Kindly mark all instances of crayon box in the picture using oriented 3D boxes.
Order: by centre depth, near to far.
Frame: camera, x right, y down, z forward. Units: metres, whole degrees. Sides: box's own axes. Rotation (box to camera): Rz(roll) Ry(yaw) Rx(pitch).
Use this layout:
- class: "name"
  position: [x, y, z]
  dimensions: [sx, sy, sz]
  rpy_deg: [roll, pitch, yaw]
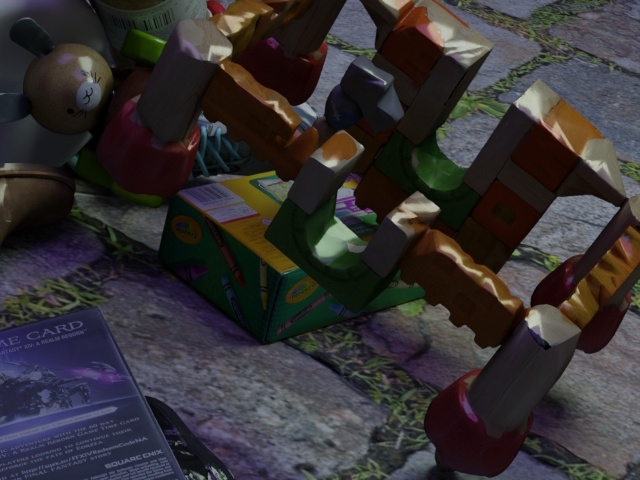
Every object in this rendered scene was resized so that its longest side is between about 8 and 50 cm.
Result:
- class: "crayon box"
  position: [0.000, 0.000, 1.776]
  dimensions: [0.278, 0.081, 0.165]
  rpy_deg: [-14, 38, -43]

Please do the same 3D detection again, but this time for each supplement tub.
- class: "supplement tub"
  position: [-0.387, -0.216, 1.831]
  dimensions: [0.235, 0.235, 0.325]
  rpy_deg: [-10, 36, -38]

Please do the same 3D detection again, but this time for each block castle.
- class: "block castle"
  position: [0.059, -0.030, 1.584]
  dimensions: [0.453, 0.213, 0.303]
  rpy_deg: [40, 42, 9]

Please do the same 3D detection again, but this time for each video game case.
- class: "video game case"
  position: [-0.228, 0.154, 1.385]
  dimensions: [0.196, 0.026, 0.274]
  rpy_deg: [-14, 34, -16]

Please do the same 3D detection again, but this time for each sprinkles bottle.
- class: "sprinkles bottle"
  position: [-0.177, -0.254, 1.832]
  dimensions: [0.121, 0.121, 0.355]
  rpy_deg: [18, -14, 7]

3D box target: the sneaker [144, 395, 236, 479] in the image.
- class: "sneaker"
  position: [-0.130, 0.182, 1.404]
  dimensions: [0.170, 0.051, 0.089]
  rpy_deg: [36, 31, 32]

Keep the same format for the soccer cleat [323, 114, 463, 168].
- class: "soccer cleat"
  position: [0.066, -0.087, 1.820]
  dimensions: [0.179, 0.060, 0.072]
  rpy_deg: [31, 32, 24]

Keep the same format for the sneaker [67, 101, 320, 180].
- class: "sneaker"
  position: [-0.135, -0.094, 1.858]
  dimensions: [0.283, 0.110, 0.122]
  rpy_deg: [2, 33, 18]

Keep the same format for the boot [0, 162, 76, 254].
- class: "boot"
  position: [-0.331, -0.001, 1.639]
  dimensions: [0.305, 0.112, 0.115]
  rpy_deg: [-13, 71, -53]

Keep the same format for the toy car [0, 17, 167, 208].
- class: "toy car"
  position: [-0.222, -0.137, 1.690]
  dimensions: [0.188, 0.155, 0.149]
  rpy_deg: [19, 3, -38]

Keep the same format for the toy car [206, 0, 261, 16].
- class: "toy car"
  position: [-0.103, -0.217, 2.076]
  dimensions: [0.182, 0.136, 0.159]
  rpy_deg: [-6, 33, -33]
